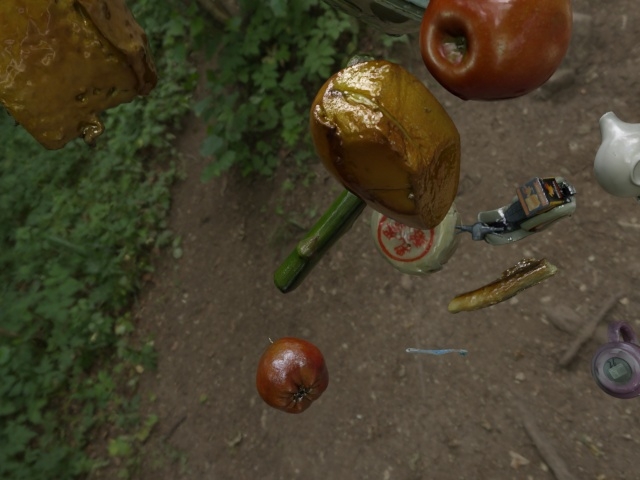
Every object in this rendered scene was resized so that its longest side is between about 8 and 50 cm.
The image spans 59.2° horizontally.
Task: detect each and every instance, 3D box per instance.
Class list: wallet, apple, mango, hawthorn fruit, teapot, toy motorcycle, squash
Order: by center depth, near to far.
[{"bbox_3d":[0.193,-0.235,0.640,0.139,0.164,0.163,-16,5,-27],"label":"apple"},{"bbox_3d":[0.121,-0.135,0.905,0.201,0.350,0.199,-34,50,11],"label":"mango"},{"bbox_3d":[0.090,-0.395,0.912,0.309,0.223,0.077,-120,47,-71],"label":"wallet"},{"bbox_3d":[-0.046,0.222,0.943,0.125,0.125,0.140,-53,9,4],"label":"hawthorn fruit"},{"bbox_3d":[0.610,-0.143,1.093,0.145,0.226,0.092,-27,27,10],"label":"teapot"},{"bbox_3d":[0.090,-0.322,1.114,0.083,0.083,0.250,-50,0,11],"label":"squash"},{"bbox_3d":[0.412,-0.052,1.182,0.263,0.157,0.091,-41,61,55],"label":"toy motorcycle"},{"bbox_3d":[0.647,0.258,1.202,0.116,0.146,0.148,-51,53,30],"label":"teapot"}]

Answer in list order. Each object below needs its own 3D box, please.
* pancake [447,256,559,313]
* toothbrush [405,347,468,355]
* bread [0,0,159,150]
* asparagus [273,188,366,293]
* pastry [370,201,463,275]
[{"bbox_3d":[0.450,0.088,1.365,0.266,0.057,0.244,-24,7,39],"label":"pancake"},{"bbox_3d":[0.285,0.270,1.372,0.014,0.162,0.017,-107,26,-58],"label":"toothbrush"},{"bbox_3d":[-0.235,-0.184,0.415,0.143,0.229,0.139,-45,-15,-10],"label":"bread"},{"bbox_3d":[-0.001,-0.001,1.126,0.278,0.067,0.060,-48,51,22],"label":"asparagus"},{"bbox_3d":[0.251,-0.036,1.482,0.265,0.265,0.133,-45,-18,23],"label":"pastry"}]
